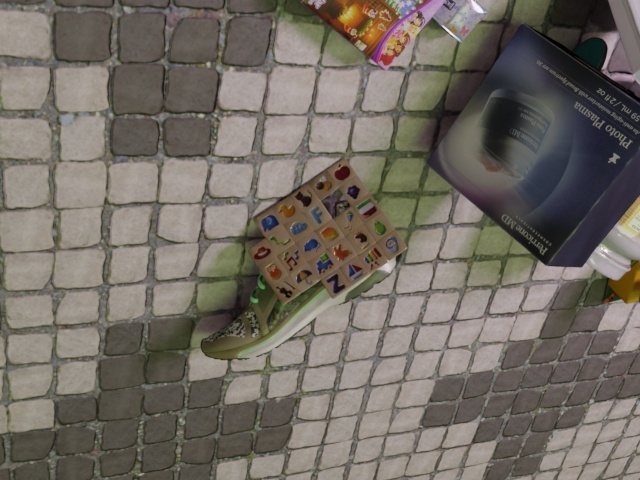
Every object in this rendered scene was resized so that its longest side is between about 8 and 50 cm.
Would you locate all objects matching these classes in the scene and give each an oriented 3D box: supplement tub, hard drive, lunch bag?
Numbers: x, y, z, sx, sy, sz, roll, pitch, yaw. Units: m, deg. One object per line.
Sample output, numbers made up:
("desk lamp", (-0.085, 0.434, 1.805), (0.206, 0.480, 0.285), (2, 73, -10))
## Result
("supplement tub", (0.598, -0.113, 1.656), (0.241, 0.241, 0.331), (23, 113, -35))
("hard drive", (0.540, -0.342, 1.427), (0.203, 0.307, 0.040), (28, 135, -36))
("lunch bag", (0.219, -0.376, 1.419), (0.083, 0.053, 0.071), (36, 104, -29))

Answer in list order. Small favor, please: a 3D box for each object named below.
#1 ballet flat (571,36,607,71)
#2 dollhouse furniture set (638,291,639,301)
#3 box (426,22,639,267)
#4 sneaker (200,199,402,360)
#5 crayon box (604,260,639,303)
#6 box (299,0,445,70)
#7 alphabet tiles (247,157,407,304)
("ballet flat", (0.458, -0.277, 1.594), (0.074, 0.074, 0.203), (22, 107, -35))
("dollhouse furniture set", (0.779, 0.088, 1.824), (0.151, 0.123, 0.144), (-16, 129, -12))
("box", (0.394, -0.154, 1.474), (0.183, 0.296, 0.294), (2, 126, -54))
("sneaker", (-0.063, 0.065, 1.595), (0.410, 0.158, 0.182), (-33, 100, 4))
("crayon box", (0.765, 0.018, 1.932), (0.202, 0.081, 0.318), (-12, 129, -16))
("box", (0.122, -0.433, 1.329), (0.201, 0.057, 0.293), (29, 109, -38))
("alphabet tiles", (0.000, 0.000, 1.524), (0.237, 0.198, 0.009), (-34, 169, 2))
